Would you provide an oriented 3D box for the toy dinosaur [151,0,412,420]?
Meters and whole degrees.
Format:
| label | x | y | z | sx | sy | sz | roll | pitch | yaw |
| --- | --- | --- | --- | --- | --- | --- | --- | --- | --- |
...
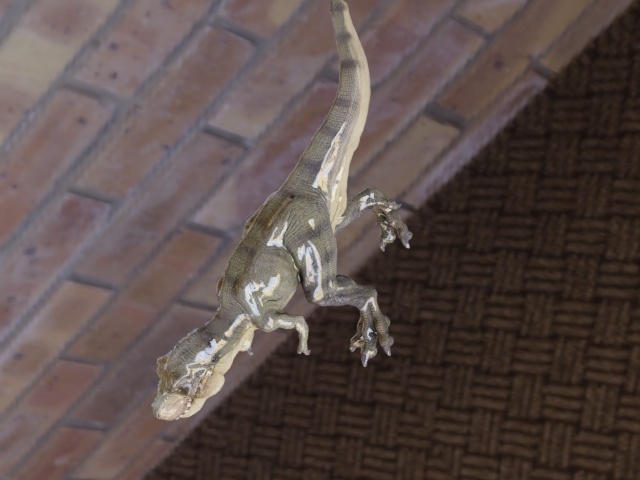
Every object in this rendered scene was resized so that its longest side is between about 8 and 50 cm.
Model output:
| label | x | y | z | sx | sy | sz | roll | pitch | yaw |
| --- | --- | --- | --- | --- | --- | --- | --- | --- | --- |
| toy dinosaur | 0.000 | 0.000 | 0.804 | 0.064 | 0.118 | 0.268 | 8 | 69 | 54 |
